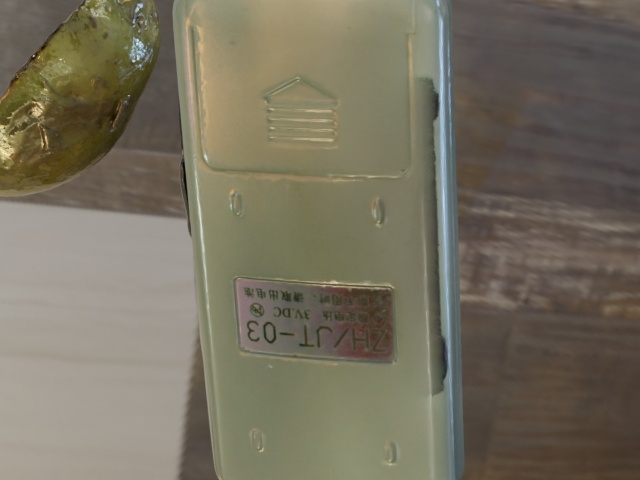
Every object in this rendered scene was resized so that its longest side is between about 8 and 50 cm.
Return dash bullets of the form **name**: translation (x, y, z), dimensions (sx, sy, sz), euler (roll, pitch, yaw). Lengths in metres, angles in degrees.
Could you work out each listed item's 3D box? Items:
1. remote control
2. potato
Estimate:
- **remote control**: translation (0.000, 0.000, 0.846), dimensions (0.140, 0.056, 0.296), euler (2, 114, 15)
- **potato**: translation (-0.229, -0.125, 1.539), dimensions (0.111, 0.160, 0.272), euler (41, 119, -11)
